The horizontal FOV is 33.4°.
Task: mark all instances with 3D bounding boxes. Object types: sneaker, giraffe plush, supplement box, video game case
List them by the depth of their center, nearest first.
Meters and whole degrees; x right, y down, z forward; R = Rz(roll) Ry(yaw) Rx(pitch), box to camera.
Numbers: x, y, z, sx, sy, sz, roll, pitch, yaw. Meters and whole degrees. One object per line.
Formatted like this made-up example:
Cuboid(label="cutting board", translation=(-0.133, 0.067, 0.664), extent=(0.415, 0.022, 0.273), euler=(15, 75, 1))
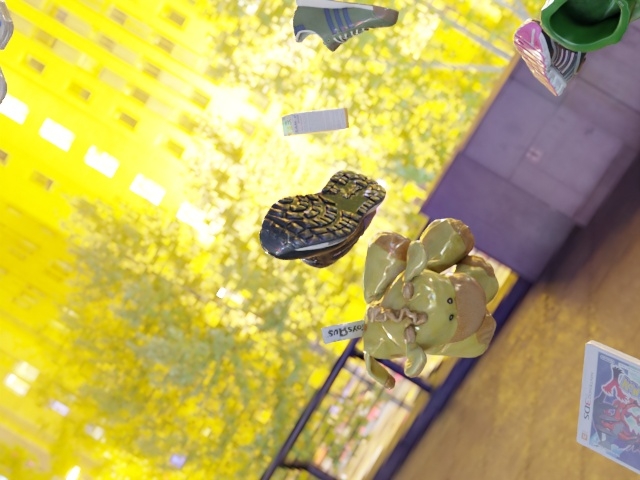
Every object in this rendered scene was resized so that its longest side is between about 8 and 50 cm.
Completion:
Cuboid(label="giraffe plush", translation=(0.110, 0.068, 1.156), extent=(0.210, 0.181, 0.170), euler=(-28, -1, -10))
Cuboid(label="sneaker", translation=(0.309, -0.257, 1.411), extent=(0.075, 0.063, 0.170), euler=(-46, -31, 5))
Cuboid(label="sneaker", translation=(0.000, 0.000, 1.505), extent=(0.283, 0.107, 0.124), euler=(-29, -34, -56))
Cuboid(label="video game case", translation=(0.490, 0.273, 1.664), extent=(0.023, 0.201, 0.183), euler=(-16, -64, -36))
Cuboid(label="supplement box", translation=(-0.009, -0.195, 1.756), extent=(0.062, 0.098, 0.036), euler=(-177, 79, -71))
Cuboid(label="sneaker", translation=(0.037, -0.359, 1.806), extent=(0.064, 0.192, 0.086), euler=(-1, -77, -66))

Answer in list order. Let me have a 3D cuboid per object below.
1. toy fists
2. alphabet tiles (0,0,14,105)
Cuboid(label="toy fists", translation=(0.328, -0.278, 1.002), extent=(0.142, 0.096, 0.279), euler=(-59, 13, -24))
Cuboid(label="alphabet tiles", translation=(-0.558, -0.287, 1.672), extent=(0.021, 0.278, 0.284), euler=(-1, -34, -44))
